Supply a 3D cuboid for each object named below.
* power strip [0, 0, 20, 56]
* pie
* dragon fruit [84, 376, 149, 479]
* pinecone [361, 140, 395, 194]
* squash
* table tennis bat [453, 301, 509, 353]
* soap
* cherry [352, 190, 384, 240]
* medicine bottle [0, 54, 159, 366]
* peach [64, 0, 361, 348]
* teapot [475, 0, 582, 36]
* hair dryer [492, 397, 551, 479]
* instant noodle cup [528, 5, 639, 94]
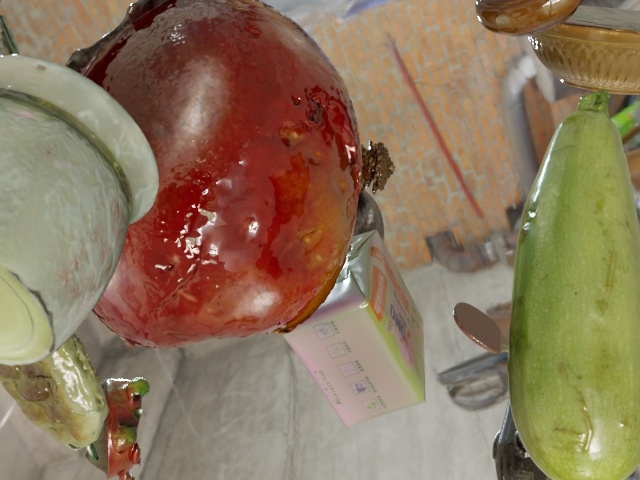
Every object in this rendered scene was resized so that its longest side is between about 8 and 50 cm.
[{"bbox_3d":[-0.425,-0.291,0.780,0.213,0.064,0.198,53,-173,35],"label":"power strip"},{"bbox_3d":[-0.464,0.218,1.112,0.071,0.306,0.306,-39,-68,-44],"label":"pie"},{"bbox_3d":[-0.515,0.467,1.698,0.268,0.130,0.295,-122,44,-65],"label":"dragon fruit"},{"bbox_3d":[0.082,-0.142,1.240,0.109,0.102,0.102,22,-154,-8],"label":"pinecone"},{"bbox_3d":[0.229,0.027,0.600,0.118,0.118,0.370,45,-132,-62],"label":"squash"},{"bbox_3d":[0.274,0.153,1.060,0.156,0.013,0.087,34,-150,-2],"label":"table tennis bat"},{"bbox_3d":[0.053,0.121,0.939,0.199,0.138,0.182,60,-158,-26],"label":"soap"},{"bbox_3d":[0.000,0.000,1.308,0.296,0.255,0.218,-86,-23,-50],"label":"cherry"},{"bbox_3d":[-0.189,-0.019,0.407,0.147,0.147,0.143,60,-147,-37],"label":"medicine bottle"},{"bbox_3d":[-0.120,-0.085,0.791,0.339,0.353,0.416,23,-121,-66],"label":"peach"},{"bbox_3d":[0.219,-0.265,0.692,0.078,0.129,0.098,51,-128,-36],"label":"teapot"},{"bbox_3d":[0.392,0.318,1.241,0.359,0.120,0.303,74,-153,-57],"label":"hair dryer"},{"bbox_3d":[0.388,-0.252,0.889,0.274,0.274,0.090,-82,-5,-64],"label":"instant noodle cup"}]
